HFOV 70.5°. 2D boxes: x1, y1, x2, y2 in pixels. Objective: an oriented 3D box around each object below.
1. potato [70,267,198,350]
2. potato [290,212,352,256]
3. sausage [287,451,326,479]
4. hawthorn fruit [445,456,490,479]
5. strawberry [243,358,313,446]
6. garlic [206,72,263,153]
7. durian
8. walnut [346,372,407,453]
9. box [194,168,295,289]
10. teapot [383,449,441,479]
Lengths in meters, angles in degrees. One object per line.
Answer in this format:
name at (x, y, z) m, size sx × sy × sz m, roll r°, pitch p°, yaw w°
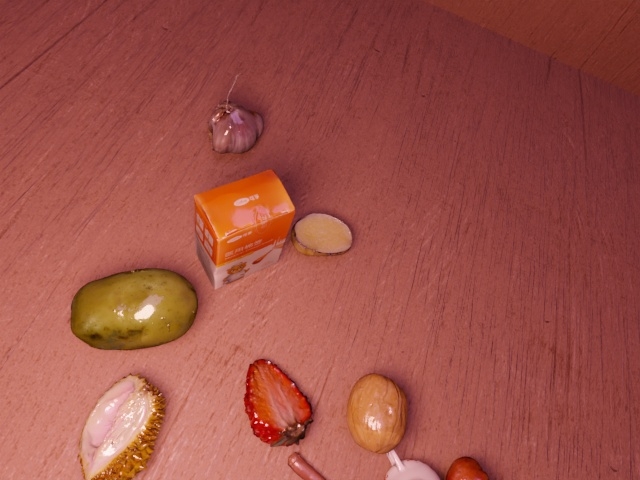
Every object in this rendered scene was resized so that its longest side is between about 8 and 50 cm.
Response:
potato at (-0.470, 0.177, 1.162) m, size 0.304 × 0.216 × 0.216 m, roll -14°, pitch 67°, yaw -11°
potato at (0.000, 0.000, 1.451) m, size 0.200 × 0.081 × 0.164 m, roll 2°, pitch 55°, yaw -17°
sausage at (-0.018, 0.602, 1.154) m, size 0.158 × 0.036 × 0.042 m, roll 36°, pitch 72°, yaw 5°
hawthorn fruit at (0.389, 0.644, 1.192) m, size 0.125 × 0.125 × 0.140 m, roll 41°, pitch 56°, yaw 8°
strawberry at (-0.134, 0.431, 1.178) m, size 0.190 × 0.111 × 0.236 m, roll 10°, pitch 33°, yaw -41°
garlic at (-0.307, -0.422, 1.533) m, size 0.207 × 0.207 × 0.256 m, roll -9°, pitch 103°, yaw -19°
durian at (-0.456, 0.444, 1.071) m, size 0.138 × 0.183 × 0.249 m, roll 41°, pitch 48°, yaw -35°
walnut at (0.150, 0.459, 1.204) m, size 0.165 × 0.165 × 0.197 m, roll 15°, pitch 60°, yaw -7°
box at (-0.218, -0.023, 1.251) m, size 0.225 × 0.341 × 0.143 m, roll -24°, pitch 70°, yaw -25°
teapot at (0.234, 0.642, 1.170) m, size 0.159 × 0.116 × 0.245 m, roll -24°, pitch 64°, yaw 0°
